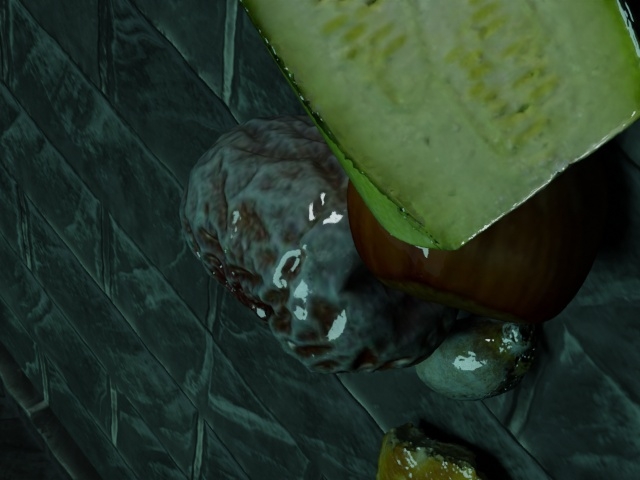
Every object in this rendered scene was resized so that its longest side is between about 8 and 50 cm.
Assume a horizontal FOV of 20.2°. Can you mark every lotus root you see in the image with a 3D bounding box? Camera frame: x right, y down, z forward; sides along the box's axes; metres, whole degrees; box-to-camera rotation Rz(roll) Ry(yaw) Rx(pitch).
[{"bbox_3d":[0.149,0.111,1.704,0.165,0.088,0.088,-13,106,56],"label":"lotus root"}]

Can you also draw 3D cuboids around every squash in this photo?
[{"bbox_3d":[0.060,-0.193,1.234,0.309,0.234,0.210,58,176,-35],"label":"squash"}]

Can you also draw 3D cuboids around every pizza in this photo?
[{"bbox_3d":[0.165,0.307,1.918,0.297,0.071,0.189,26,128,48],"label":"pizza"}]

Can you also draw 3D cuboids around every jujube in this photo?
[{"bbox_3d":[0.000,0.000,1.705,0.317,0.226,0.226,32,145,54],"label":"jujube"}]

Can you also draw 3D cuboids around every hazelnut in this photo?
[{"bbox_3d":[0.130,-0.036,1.457,0.210,0.210,0.186,55,180,11],"label":"hazelnut"}]
